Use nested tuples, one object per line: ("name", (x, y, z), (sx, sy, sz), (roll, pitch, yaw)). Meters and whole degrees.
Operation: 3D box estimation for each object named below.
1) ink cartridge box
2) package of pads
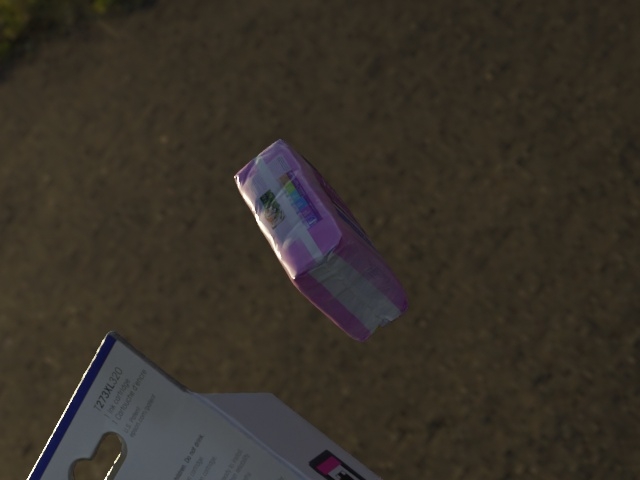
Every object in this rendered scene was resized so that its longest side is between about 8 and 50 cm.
("ink cartridge box", (-0.001, 0.218, 1.086), (0.176, 0.371, 0.069), (-60, -13, 25))
("package of pads", (0.000, 0.000, 0.783), (0.032, 0.050, 0.083), (-39, 37, 5))
